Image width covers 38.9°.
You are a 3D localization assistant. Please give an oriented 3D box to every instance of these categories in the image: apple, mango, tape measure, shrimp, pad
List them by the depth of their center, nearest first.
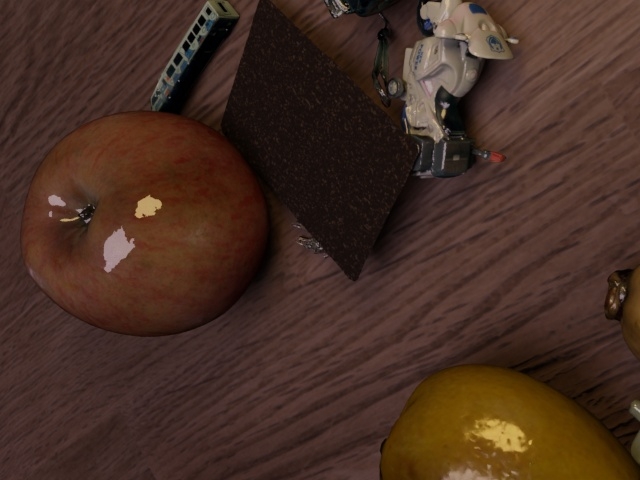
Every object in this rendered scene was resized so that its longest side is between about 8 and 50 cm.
[{"bbox_3d":[0.257,0.332,0.999,0.445,0.220,0.301,42,133,8],"label":"mango"},{"bbox_3d":[0.089,-0.243,1.026,0.107,0.104,0.180,-28,76,34],"label":"tape measure"},{"bbox_3d":[-0.016,-0.132,1.147,0.330,0.004,0.220,50,134,29],"label":"pad"},{"bbox_3d":[-0.002,0.002,1.218,0.092,0.029,0.038,27,126,34],"label":"shrimp"},{"bbox_3d":[-0.252,-0.020,1.241,0.344,0.269,0.345,11,108,35],"label":"apple"}]

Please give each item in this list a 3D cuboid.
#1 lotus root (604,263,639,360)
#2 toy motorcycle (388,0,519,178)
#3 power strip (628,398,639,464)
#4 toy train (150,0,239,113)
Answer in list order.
[{"bbox_3d":[0.397,0.091,0.876,0.256,0.140,0.155,16,105,39],"label":"lotus root"},{"bbox_3d":[0.145,-0.172,1.020,0.150,0.102,0.221,26,116,52],"label":"toy motorcycle"},{"bbox_3d":[0.483,0.279,0.913,0.385,0.062,0.091,34,117,24],"label":"power strip"},{"bbox_3d":[-0.186,-0.247,1.271,0.047,0.043,0.207,52,126,16],"label":"toy train"}]
